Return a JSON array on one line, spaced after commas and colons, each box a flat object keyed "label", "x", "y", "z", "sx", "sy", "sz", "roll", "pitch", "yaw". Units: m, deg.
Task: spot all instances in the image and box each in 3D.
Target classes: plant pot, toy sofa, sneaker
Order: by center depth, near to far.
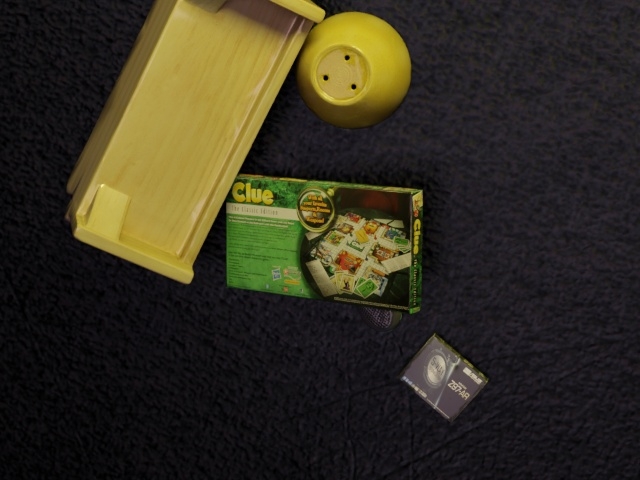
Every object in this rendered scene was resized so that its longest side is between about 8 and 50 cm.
[{"label": "plant pot", "x": 0.030, "y": -0.188, "z": 1.819, "sx": 0.134, "sy": 0.095, "sz": 0.134, "roll": 1, "pitch": 98, "yaw": 9}, {"label": "toy sofa", "x": -0.149, "y": -0.151, "z": 1.843, "sx": 0.150, "sy": 0.177, "sz": 0.362, "roll": 23, "pitch": 101, "yaw": -19}, {"label": "sneaker", "x": 0.051, "y": 0.029, "z": 1.857, "sx": 0.065, "sy": 0.076, "sz": 0.166, "roll": -15, "pitch": 96, "yaw": 12}]

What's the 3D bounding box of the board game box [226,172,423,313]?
[{"label": "board game box", "x": 0.000, "y": 0.000, "z": 1.827, "sx": 0.260, "sy": 0.030, "sz": 0.136, "roll": 8, "pitch": 103, "yaw": 36}]

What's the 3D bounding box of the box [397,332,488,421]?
[{"label": "box", "x": 0.142, "y": 0.159, "z": 1.891, "sx": 0.083, "sy": 0.018, "sz": 0.067, "roll": 41, "pitch": 102, "yaw": 2}]
